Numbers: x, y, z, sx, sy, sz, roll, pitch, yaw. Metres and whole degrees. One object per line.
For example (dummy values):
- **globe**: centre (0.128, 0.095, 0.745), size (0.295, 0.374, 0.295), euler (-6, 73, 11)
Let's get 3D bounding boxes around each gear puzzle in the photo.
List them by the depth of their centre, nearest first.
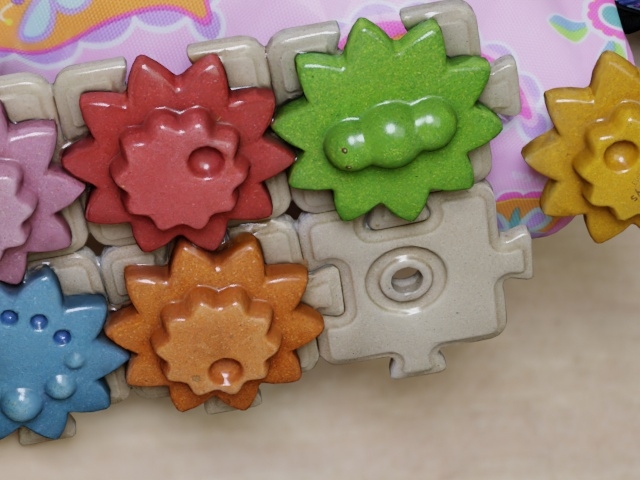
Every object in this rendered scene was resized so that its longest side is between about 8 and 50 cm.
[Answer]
- **gear puzzle**: centre (0.000, 0.000, 0.661), size (0.339, 0.044, 0.175), euler (-10, 125, -1)

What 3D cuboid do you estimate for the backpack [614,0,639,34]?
- **backpack**: centre (0.146, -0.176, 0.771), size (0.117, 0.173, 0.158), euler (4, 88, -26)

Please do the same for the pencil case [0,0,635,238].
- **pencil case**: centre (-0.012, -0.084, 0.703), size (0.284, 0.124, 0.124), euler (12, 84, -17)
